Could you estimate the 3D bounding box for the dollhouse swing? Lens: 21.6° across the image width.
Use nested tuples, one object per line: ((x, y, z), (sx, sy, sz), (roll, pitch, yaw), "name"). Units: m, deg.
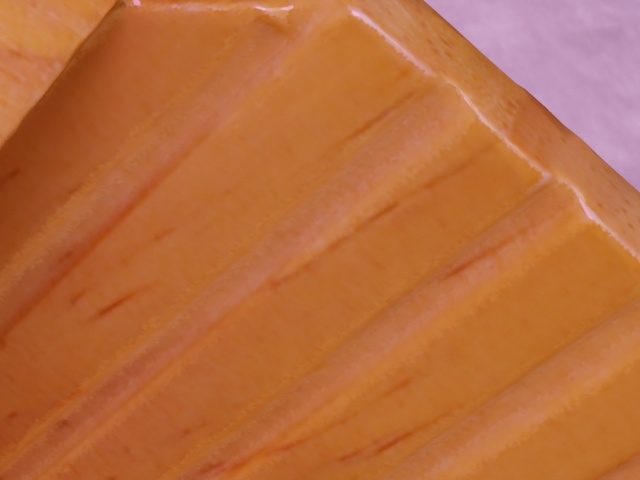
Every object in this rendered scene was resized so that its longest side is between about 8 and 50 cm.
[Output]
((-0.043, 0.167, 0.391), (0.347, 0.315, 0.305), (40, 37, -13), "dollhouse swing")
